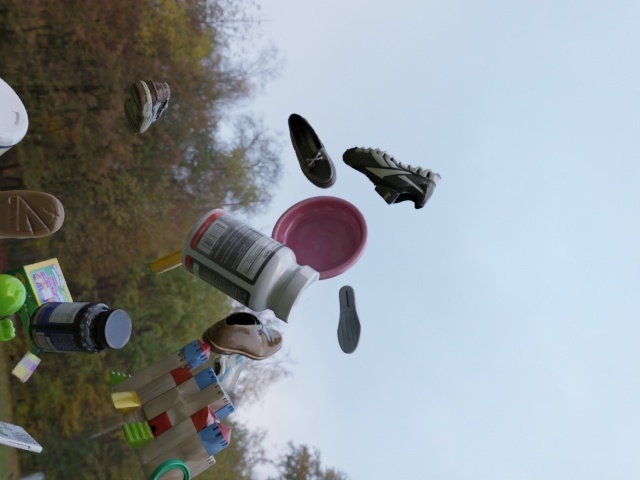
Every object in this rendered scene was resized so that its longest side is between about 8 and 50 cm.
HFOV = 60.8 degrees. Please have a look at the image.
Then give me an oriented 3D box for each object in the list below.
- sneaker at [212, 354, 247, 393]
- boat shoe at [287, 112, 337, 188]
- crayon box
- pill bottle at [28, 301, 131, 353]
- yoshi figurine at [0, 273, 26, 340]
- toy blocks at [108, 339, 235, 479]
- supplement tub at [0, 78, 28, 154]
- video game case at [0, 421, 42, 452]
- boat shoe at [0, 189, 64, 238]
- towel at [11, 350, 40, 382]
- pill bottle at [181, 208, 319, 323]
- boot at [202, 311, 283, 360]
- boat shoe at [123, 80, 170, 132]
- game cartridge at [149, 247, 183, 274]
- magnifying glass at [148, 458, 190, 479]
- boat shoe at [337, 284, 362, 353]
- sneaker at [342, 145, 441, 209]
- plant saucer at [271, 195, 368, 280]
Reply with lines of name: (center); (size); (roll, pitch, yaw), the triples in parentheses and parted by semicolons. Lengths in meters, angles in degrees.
sneaker: (-0.322, 0.422, 1.934); (0.087, 0.092, 0.229); (-25, -144, 43)
boat shoe: (-0.042, -0.315, 1.899); (0.095, 0.112, 0.335); (54, 9, -53)
crayon box: (-0.900, 0.208, 1.788); (0.165, 0.081, 0.279); (-41, 113, -79)
pill bottle: (-0.574, 0.210, 1.313); (0.219, 0.123, 0.123); (-1, -80, 19)
yoshi figurine: (-0.871, 0.215, 1.375); (0.203, 0.202, 0.363); (-30, -138, 41)
toy blocks: (-0.343, 0.431, 1.378); (0.381, 0.260, 0.191); (51, -17, 38)
supplement tub: (-0.988, -0.293, 1.465); (0.324, 0.235, 0.236); (-28, -111, 18)
video game case: (-0.874, 0.540, 1.525); (0.157, 0.143, 0.019); (12, -112, 40)
boat shoe: (-0.686, -0.050, 1.054); (0.110, 0.340, 0.122); (-13, -108, 61)
towel: (-0.924, 0.395, 1.711); (0.009, 0.083, 0.060); (-4, -46, 31)
pill bottle: (-0.202, 0.078, 1.583); (0.362, 0.210, 0.210); (30, -48, 11)
boot: (-0.197, 0.278, 1.616); (0.115, 0.305, 0.112); (-46, -123, 19)
boat shoe: (-0.440, -0.343, 1.410); (0.257, 0.095, 0.095); (-5, -74, 64)
game cartridge: (-0.412, 0.022, 1.911); (0.053, 0.323, 0.285); (64, -3, -3)
magnifying glass: (-0.349, 0.587, 1.187); (0.026, 0.092, 0.231); (18, -88, 51)
boat shoe: (0.101, 0.262, 1.787); (0.076, 0.083, 0.227); (58, 32, -65)
sneaker: (0.151, -0.139, 1.244); (0.078, 0.234, 0.106); (95, 16, -72)
plant saucer: (0.000, 0.000, 1.851); (0.332, 0.331, 0.084); (58, -8, 35)
